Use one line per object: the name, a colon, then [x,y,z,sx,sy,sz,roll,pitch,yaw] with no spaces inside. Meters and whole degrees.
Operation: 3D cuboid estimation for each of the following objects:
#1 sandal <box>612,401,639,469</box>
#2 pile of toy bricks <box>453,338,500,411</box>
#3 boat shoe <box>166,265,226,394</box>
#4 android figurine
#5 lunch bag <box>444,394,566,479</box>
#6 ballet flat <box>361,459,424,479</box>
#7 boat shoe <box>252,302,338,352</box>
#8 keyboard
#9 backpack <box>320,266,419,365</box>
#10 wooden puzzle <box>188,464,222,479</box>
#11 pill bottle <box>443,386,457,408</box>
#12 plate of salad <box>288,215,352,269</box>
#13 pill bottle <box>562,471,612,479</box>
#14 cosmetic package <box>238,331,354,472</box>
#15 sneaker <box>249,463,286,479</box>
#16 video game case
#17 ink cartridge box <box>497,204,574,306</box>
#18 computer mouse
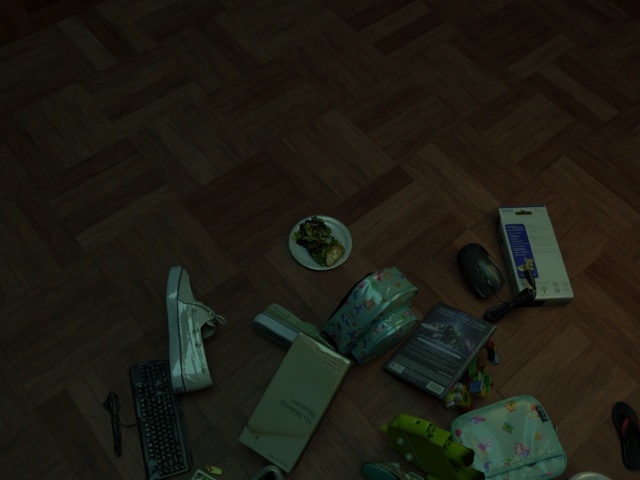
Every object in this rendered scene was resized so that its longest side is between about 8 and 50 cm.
sandal: [0.833,0.519,1.656,0.067,0.040,0.179,4,59,-1]
pile of toy bricks: [0.441,0.375,1.696,0.118,0.105,0.212,-22,29,34]
boat shoe: [-0.338,0.233,1.710,0.156,0.136,0.367,-6,59,-7]
android figurine: [0.265,0.517,1.518,0.272,0.248,0.056,7,43,47]
lunch bag: [0.480,0.535,1.588,0.279,0.108,0.224,-13,60,-11]
ballet flat: [0.203,0.607,1.565,0.206,0.073,0.067,29,34,11]
boat shoe: [-0.049,0.269,1.725,0.302,0.109,0.094,29,58,16]
keyboard: [-0.462,0.473,1.621,0.201,0.033,0.317,-15,60,-11]
backpack: [0.149,0.197,1.662,0.225,0.254,0.191,-14,51,-47]
wooden puzzle: [-0.300,0.617,1.551,0.078,0.014,0.116,19,60,9]
pill bottle: [0.351,0.414,1.693,0.043,0.043,0.083,-12,60,-10]
plate of salad: [0.000,0.000,1.924,0.199,0.048,0.200,1,59,-2]
pill bottle: [0.589,0.641,1.439,0.153,0.265,0.153,2,58,-4]
cosmetic package: [-0.057,0.405,1.572,0.160,0.113,0.310,28,84,12]
sneaker: [-0.185,0.677,1.448,0.122,0.146,0.331,21,61,8]
video game case: [0.333,0.302,1.723,0.196,0.026,0.274,22,55,42]
ink cartridge box: [0.657,0.044,1.924,0.165,0.065,0.333,-2,60,-3]
computer mouse: [0.523,0.095,1.842,0.184,0.060,0.262,-28,60,16]
